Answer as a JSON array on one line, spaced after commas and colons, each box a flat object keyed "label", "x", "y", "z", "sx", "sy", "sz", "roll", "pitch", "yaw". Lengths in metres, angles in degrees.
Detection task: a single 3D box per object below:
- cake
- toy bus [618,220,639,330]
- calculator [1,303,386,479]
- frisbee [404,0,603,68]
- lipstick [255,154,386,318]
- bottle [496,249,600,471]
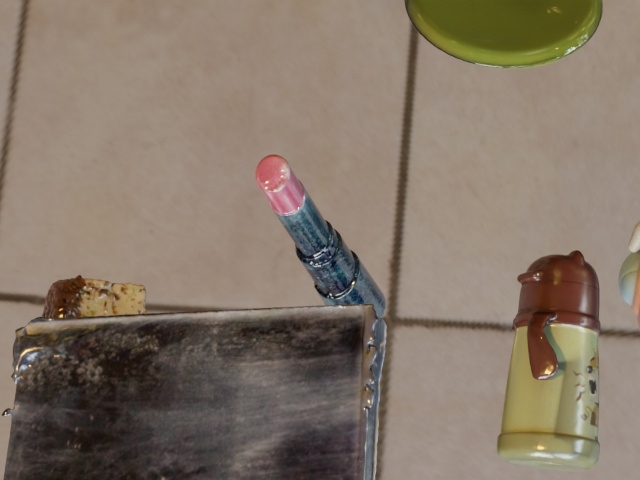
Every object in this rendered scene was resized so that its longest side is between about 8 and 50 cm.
[{"label": "cake", "x": -0.234, "y": 0.145, "z": 1.443, "sx": 0.112, "sy": 0.135, "sz": 0.246, "roll": 6, "pitch": 34, "yaw": -17}, {"label": "toy bus", "x": 0.420, "y": 0.026, "z": 1.352, "sx": 0.232, "sy": 0.288, "sz": 0.194, "roll": 18, "pitch": 38, "yaw": 8}, {"label": "calculator", "x": -0.088, "y": 0.121, "z": 0.861, "sx": 0.261, "sy": 0.021, "sz": 0.161, "roll": -3, "pitch": 71, "yaw": 22}, {"label": "frisbee", "x": 0.215, "y": -0.288, "z": 1.608, "sx": 0.235, "sy": 0.017, "sz": 0.236, "roll": 0, "pitch": 51, "yaw": 0}, {"label": "lipstick", "x": 0.000, "y": 0.000, "z": 1.203, "sx": 0.053, "sy": 0.234, "sz": 0.053, "roll": -11, "pitch": 53, "yaw": 15}, {"label": "bottle", "x": 0.110, "y": 0.054, "z": 0.638, "sx": 0.047, "sy": 0.063, "sz": 0.101, "roll": 7, "pitch": 77, "yaw": 1}]
